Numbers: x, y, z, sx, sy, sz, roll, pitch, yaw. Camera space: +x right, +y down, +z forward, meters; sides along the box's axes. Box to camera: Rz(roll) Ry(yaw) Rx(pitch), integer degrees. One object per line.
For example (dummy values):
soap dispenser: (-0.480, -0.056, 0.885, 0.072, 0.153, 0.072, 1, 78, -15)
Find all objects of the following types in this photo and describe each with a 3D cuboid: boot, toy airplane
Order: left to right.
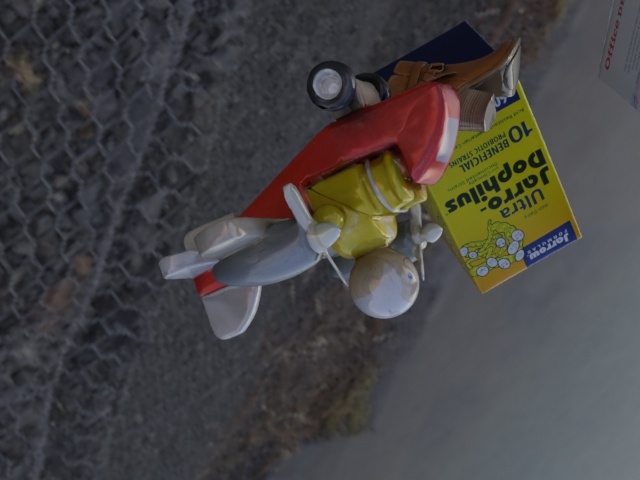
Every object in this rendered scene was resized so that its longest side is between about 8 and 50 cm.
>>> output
toy airplane: (0.000, 0.000, 1.506, 0.386, 0.272, 0.384, -32, 162, -26)
boot: (0.179, -0.222, 1.643, 0.197, 0.152, 0.073, -53, 147, -42)

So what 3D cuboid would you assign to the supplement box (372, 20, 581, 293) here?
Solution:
supplement box: (0.244, -0.129, 1.948, 0.194, 0.195, 0.356, -30, 126, 2)

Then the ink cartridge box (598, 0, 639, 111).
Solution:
ink cartridge box: (0.384, -0.206, 1.283, 0.093, 0.212, 0.154, 0, 117, -15)
